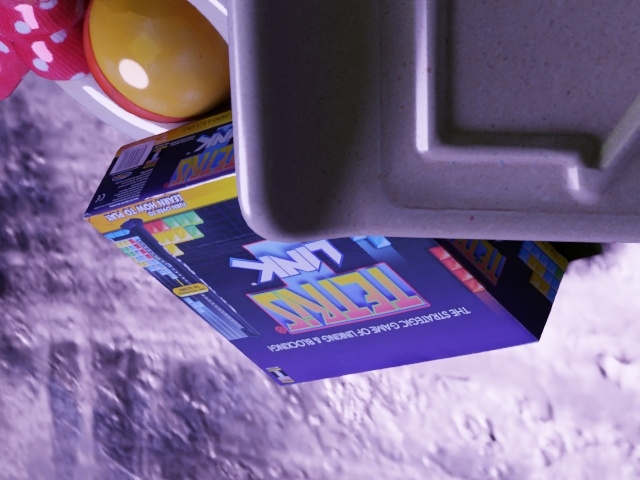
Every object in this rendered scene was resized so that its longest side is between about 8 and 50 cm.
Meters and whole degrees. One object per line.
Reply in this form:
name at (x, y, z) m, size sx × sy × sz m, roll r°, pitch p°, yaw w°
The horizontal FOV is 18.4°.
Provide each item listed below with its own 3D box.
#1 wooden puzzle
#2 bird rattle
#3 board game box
wooden puzzle at (0.144, -0.149, 0.586) m, size 0.348 × 0.080 × 0.322 m, roll -1°, pitch 120°, yaw 2°
bird rattle at (-0.099, -0.105, 0.894) m, size 0.207 × 0.143 × 0.253 m, roll 40°, pitch 141°, yaw -8°
board game box at (0.000, 0.000, 0.880) m, size 0.170 × 0.048 × 0.141 m, roll -15°, pitch 131°, yaw 46°
